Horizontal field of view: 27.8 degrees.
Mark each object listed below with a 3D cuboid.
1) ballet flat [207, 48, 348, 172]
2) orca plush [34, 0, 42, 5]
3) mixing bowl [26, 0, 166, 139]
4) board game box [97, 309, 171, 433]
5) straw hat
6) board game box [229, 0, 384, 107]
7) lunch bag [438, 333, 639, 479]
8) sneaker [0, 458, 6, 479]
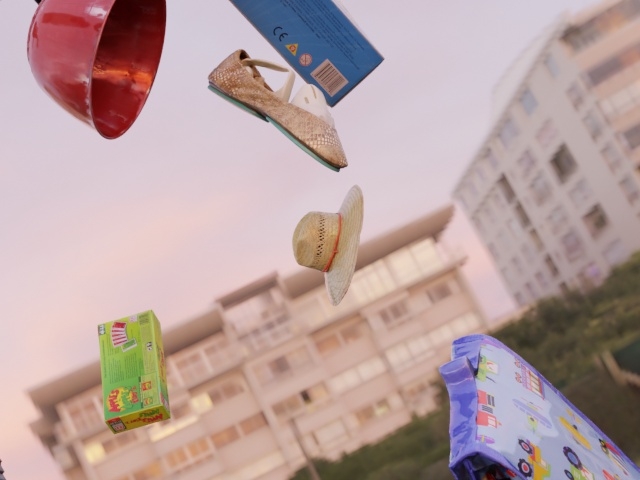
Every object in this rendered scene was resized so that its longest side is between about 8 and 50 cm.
[{"bbox_3d":[-0.038,-0.147,1.381,0.067,0.206,0.073,-57,-28,3],"label":"ballet flat"},{"bbox_3d":[-0.269,-0.289,1.472,0.151,0.102,0.287,3,-37,0],"label":"orca plush"},{"bbox_3d":[-0.239,-0.204,1.339,0.181,0.098,0.181,17,-90,-79],"label":"mixing bowl"},{"bbox_3d":[-0.287,0.200,1.987,0.092,0.181,0.043,-16,-40,5],"label":"board game box"},{"bbox_3d":[0.000,0.000,1.499,0.061,0.144,0.144,11,-25,-14],"label":"straw hat"},{"bbox_3d":[-0.083,-0.336,1.522,0.086,0.308,0.302,-41,29,9],"label":"board game box"},{"bbox_3d":[0.207,0.223,1.204,0.138,0.293,0.221,-31,16,20],"label":"lunch bag"},{"bbox_3d":[-0.349,0.298,1.159,0.131,0.319,0.112,-29,-33,21],"label":"sneaker"}]
